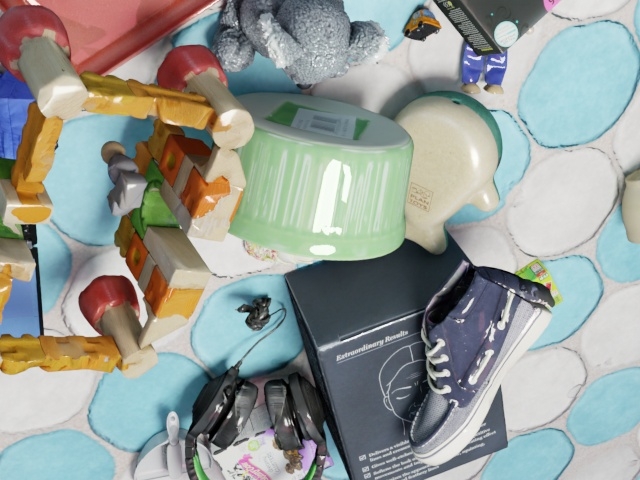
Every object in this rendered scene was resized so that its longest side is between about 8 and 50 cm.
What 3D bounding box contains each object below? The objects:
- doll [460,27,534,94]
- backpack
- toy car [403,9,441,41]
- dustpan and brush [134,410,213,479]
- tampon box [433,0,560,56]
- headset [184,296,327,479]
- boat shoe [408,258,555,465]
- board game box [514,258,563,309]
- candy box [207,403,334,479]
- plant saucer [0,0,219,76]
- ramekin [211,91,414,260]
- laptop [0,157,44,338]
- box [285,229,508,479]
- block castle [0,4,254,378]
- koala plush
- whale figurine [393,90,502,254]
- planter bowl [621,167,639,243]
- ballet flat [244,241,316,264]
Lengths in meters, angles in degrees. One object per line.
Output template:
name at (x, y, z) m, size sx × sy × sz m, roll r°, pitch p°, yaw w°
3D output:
doll at (0.264, -0.319, 1.372) m, size 0.129 × 0.046 × 0.189 m, roll 0°, pitch 116°, yaw -9°
backpack at (-0.400, -0.163, 1.212) m, size 0.101 × 0.098 × 0.120 m, roll 5°, pitch 131°, yaw 2°
toy car at (0.187, -0.319, 1.346) m, size 0.122 × 0.060 × 0.040 m, roll 4°, pitch 77°, yaw -13°
dustpan and brush at (-0.266, 0.370, 1.629) m, size 0.147 × 0.060 × 0.211 m, roll -7°, pitch 124°, yaw -15°
tampon box at (0.231, -0.356, 1.260) m, size 0.120 × 0.101 × 0.161 m, roll -43°, pitch 104°, yaw -2°
headset at (-0.107, 0.293, 1.535) m, size 0.243 × 0.185 × 0.394 m, roll 3°, pitch 96°, yaw -2°
boat shoe at (0.197, 0.181, 1.382) m, size 0.158 × 0.127 × 0.340 m, roll 26°, pitch 102°, yaw -25°
board game box at (0.356, 0.123, 1.699) m, size 0.181 × 0.043 × 0.092 m, roll -34°, pitch 126°, yaw 4°
candy box at (-0.093, 0.390, 1.697) m, size 0.196 × 0.070 × 0.165 m, roll -24°, pitch 126°, yaw -4°
plant saucer at (-0.289, -0.357, 1.150) m, size 0.259 × 0.047 × 0.258 m, roll -32°, pitch 127°, yaw 4°
ramekin at (-0.014, -0.102, 1.268) m, size 0.303 × 0.303 × 0.148 m, roll 3°, pitch 113°, yaw -21°
laptop at (-0.515, 0.019, 1.260) m, size 0.234 × 0.136 × 0.264 m, roll -5°, pitch 126°, yaw -18°
box at (0.138, 0.215, 1.577) m, size 0.293 × 0.212 × 0.395 m, roll -19°, pitch 127°, yaw -7°
block castle at (-0.300, -0.049, 1.156) m, size 0.303 × 0.213 × 0.453 m, roll 5°, pitch 122°, yaw -37°
koala plush at (-0.025, -0.282, 1.184) m, size 0.196 × 0.221 × 0.203 m, roll 0°, pitch 122°, yaw -19°
whale figurine at (0.190, -0.110, 1.427) m, size 0.141 × 0.216 × 0.272 m, roll -45°, pitch 153°, yaw -44°
planter bowl at (0.603, -0.077, 1.600) m, size 0.162 × 0.162 × 0.109 m, roll -26°, pitch 100°, yaw -2°
ballet flat at (0.000, 0.000, 1.470) m, size 0.241 × 0.077 × 0.091 m, roll -10°, pitch 125°, yaw -13°
